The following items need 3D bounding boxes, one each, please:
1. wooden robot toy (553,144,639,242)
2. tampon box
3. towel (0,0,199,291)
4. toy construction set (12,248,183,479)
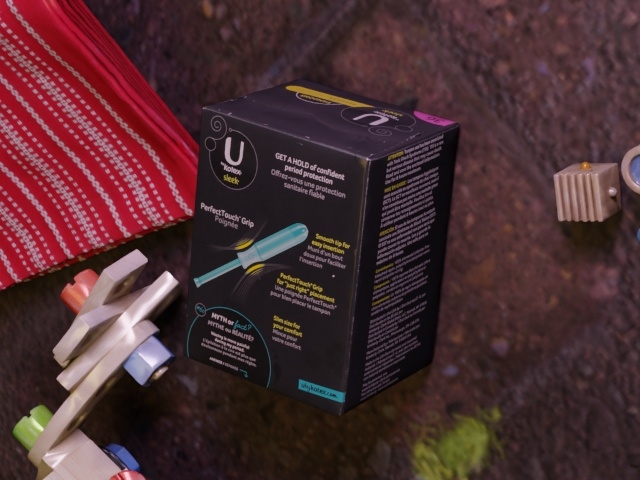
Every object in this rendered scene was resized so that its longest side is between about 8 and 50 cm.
[{"bbox_3d":[0.193,-0.013,0.900,0.173,0.079,0.076,20,116,30],"label":"wooden robot toy"},{"bbox_3d":[0.000,0.000,1.033,0.120,0.101,0.161,19,115,30],"label":"tampon box"},{"bbox_3d":[-0.208,-0.060,1.162,0.275,0.031,0.199,-20,118,38],"label":"towel"},{"bbox_3d":[-0.099,0.178,1.136,0.328,0.151,0.215,57,154,17],"label":"toy construction set"}]
